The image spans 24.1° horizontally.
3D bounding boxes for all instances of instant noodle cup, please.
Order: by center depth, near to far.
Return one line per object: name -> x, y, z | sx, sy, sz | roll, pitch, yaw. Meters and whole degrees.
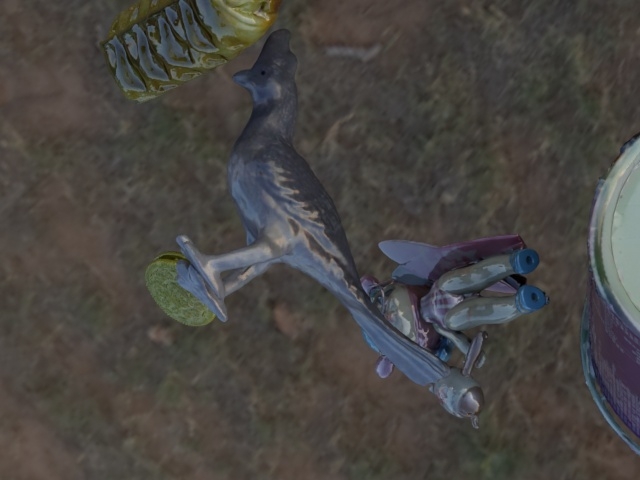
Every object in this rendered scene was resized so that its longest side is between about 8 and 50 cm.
instant noodle cup -> 0.379, 0.032, 1.338 | 0.340, 0.340, 0.266 | 8, 159, 22

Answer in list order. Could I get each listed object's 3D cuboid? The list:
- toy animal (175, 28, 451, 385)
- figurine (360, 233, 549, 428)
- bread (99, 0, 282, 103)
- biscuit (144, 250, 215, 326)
toy animal -> -0.036, -0.003, 1.370 | 0.367, 0.206, 0.081 | 65, 153, 2
figurine -> 0.141, 0.084, 1.512 | 0.260, 0.103, 0.205 | -23, 83, 52
bread -> -0.124, -0.212, 1.456 | 0.087, 0.098, 0.269 | 33, 154, -23
biscuit -> -0.135, 0.048, 1.480 | 0.084, 0.023, 0.084 | 20, 138, 20
